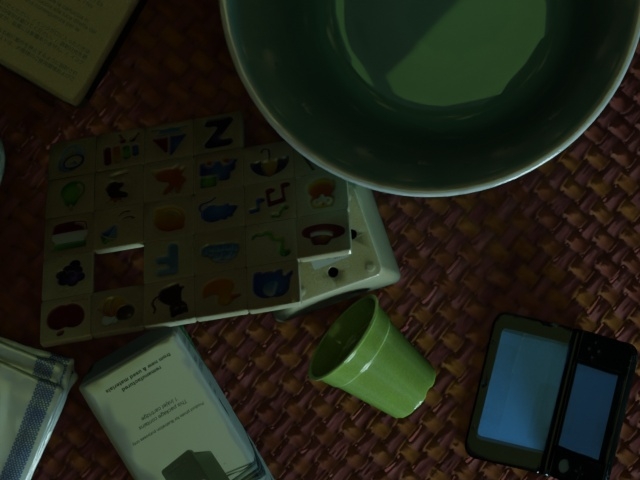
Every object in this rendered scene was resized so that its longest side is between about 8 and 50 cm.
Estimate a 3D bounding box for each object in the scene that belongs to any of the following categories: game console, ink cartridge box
[{"bbox_3d":[0.183,0.129,1.567,0.071,0.107,0.122,11,93,-32],"label":"game console"},{"bbox_3d":[-0.239,-0.240,1.520,0.234,0.088,0.193,30,89,-3],"label":"ink cartridge box"},{"bbox_3d":[-0.094,0.172,1.513,0.087,0.153,0.208,-30,95,-2],"label":"ink cartridge box"}]

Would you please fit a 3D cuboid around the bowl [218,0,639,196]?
[{"bbox_3d":[0.089,-0.187,1.487,0.311,0.163,0.312,0,90,8],"label":"bowl"}]

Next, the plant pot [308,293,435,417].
[{"bbox_3d":[0.046,0.099,1.559,0.079,0.083,0.083,39,90,-17],"label":"plant pot"}]

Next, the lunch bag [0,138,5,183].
[{"bbox_3d":[-0.422,-0.038,1.394,0.305,0.256,0.213,34,114,9],"label":"lunch bag"}]

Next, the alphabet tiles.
[{"bbox_3d":[-0.095,-0.018,1.494,0.237,0.009,0.198,-9,51,7],"label":"alphabet tiles"}]

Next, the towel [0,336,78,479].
[{"bbox_3d":[-0.358,0.139,1.558,0.285,0.034,0.209,22,93,-2],"label":"towel"}]

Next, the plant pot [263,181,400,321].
[{"bbox_3d":[0.000,0.000,1.537,0.109,0.096,0.109,-19,92,-2],"label":"plant pot"}]
